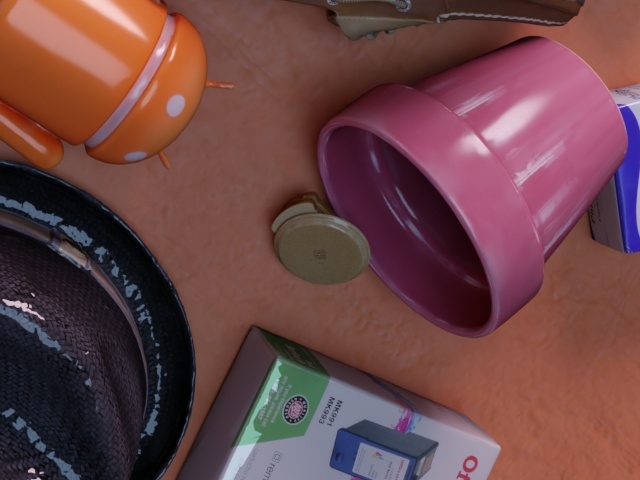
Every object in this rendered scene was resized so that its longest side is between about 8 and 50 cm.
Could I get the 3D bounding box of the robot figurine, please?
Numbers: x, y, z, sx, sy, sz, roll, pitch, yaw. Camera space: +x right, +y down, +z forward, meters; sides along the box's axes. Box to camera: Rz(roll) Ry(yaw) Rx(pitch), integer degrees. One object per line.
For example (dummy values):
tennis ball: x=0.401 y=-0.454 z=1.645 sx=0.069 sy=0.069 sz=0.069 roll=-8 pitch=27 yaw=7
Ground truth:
robot figurine: x=-0.172 y=-0.140 z=1.208 sx=0.219 sy=0.128 sz=0.158 roll=33 pitch=71 yaw=-20

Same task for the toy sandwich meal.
toy sandwich meal: x=0.000 y=0.000 z=1.333 sx=0.085 sy=0.029 sz=0.085 roll=6 pitch=135 yaw=6

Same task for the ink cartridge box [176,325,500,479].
ink cartridge box: x=0.014 y=0.184 z=1.359 sx=0.212 sy=0.093 sz=0.154 roll=24 pitch=95 yaw=-21

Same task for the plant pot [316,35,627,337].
plant pot: x=0.128 y=-0.056 z=1.291 sx=0.180 sy=0.201 sz=0.201 roll=-37 pitch=111 yaw=-21

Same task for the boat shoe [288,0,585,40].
boat shoe: x=0.039 y=-0.216 z=1.268 sx=0.324 sy=0.122 sz=0.120 roll=13 pitch=131 yaw=-18

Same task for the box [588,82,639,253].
box: x=0.290 y=-0.067 z=1.387 sx=0.137 sy=0.072 sz=0.126 roll=-14 pitch=106 yaw=-12

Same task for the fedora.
fedora: x=-0.239 y=0.108 z=1.237 sx=0.334 sy=0.152 sz=0.334 roll=-4 pitch=104 yaw=-14
